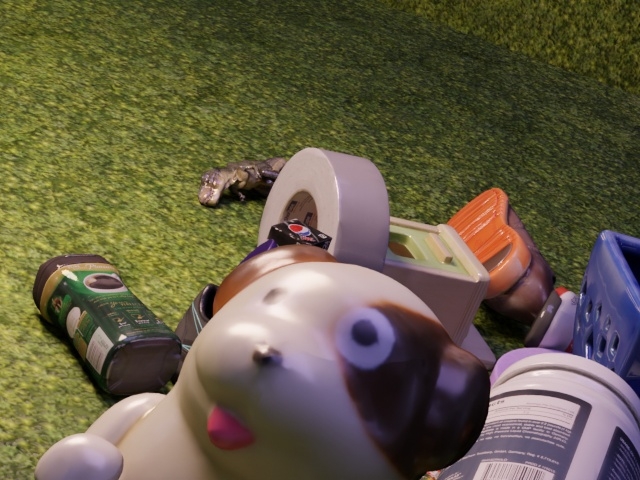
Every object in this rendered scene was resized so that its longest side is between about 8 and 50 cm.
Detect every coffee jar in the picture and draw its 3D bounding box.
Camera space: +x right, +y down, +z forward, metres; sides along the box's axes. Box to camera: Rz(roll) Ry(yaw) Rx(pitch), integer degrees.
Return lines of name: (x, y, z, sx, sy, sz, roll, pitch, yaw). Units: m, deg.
coffee jar: (-0.233, 0.086, 1.813, 0.096, 0.079, 0.184, -1, 32, -39)

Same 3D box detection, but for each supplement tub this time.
supplement tub: (0.205, 0.252, 1.612, 0.191, 0.191, 0.272, 25, 38, 8)

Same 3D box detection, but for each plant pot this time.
plant pot: (0.387, 0.153, 1.823, 0.236, 0.212, 0.236, 17, 22, -9)

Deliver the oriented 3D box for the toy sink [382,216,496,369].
toy sink: (0.123, 0.057, 2.150, 0.234, 0.131, 0.153, 13, 24, -24)

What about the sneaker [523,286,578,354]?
sneaker: (0.352, 0.137, 2.162, 0.145, 0.090, 0.270, 32, 2, 17)

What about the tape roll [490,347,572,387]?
tape roll: (0.315, 0.235, 1.972, 0.274, 0.090, 0.275, 18, 22, -8)

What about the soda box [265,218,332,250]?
soda box: (-0.048, 0.063, 1.922, 0.053, 0.169, 0.060, 28, 22, 22)

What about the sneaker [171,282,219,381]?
sneaker: (-0.082, 0.144, 1.774, 0.101, 0.106, 0.267, 7, 24, -40)

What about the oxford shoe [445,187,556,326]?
oxford shoe: (0.255, 0.031, 2.405, 0.133, 0.130, 0.364, 47, 13, -16)

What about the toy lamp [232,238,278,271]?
toy lamp: (0.016, 0.118, 1.860, 0.275, 0.080, 0.080, 48, 18, -11)

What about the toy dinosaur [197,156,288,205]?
toy dinosaur: (-0.071, -0.085, 2.404, 0.118, 0.064, 0.268, 23, 17, 20)

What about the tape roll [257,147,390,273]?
tape roll: (0.000, 0.000, 2.049, 0.072, 0.219, 0.219, 11, 24, -25)

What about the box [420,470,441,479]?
box: (0.125, 0.265, 1.779, 0.233, 0.044, 0.159, 19, 22, -7)

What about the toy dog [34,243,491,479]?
toy dog: (-0.033, 0.212, 1.260, 0.395, 0.408, 0.284, -1, 32, -44)
